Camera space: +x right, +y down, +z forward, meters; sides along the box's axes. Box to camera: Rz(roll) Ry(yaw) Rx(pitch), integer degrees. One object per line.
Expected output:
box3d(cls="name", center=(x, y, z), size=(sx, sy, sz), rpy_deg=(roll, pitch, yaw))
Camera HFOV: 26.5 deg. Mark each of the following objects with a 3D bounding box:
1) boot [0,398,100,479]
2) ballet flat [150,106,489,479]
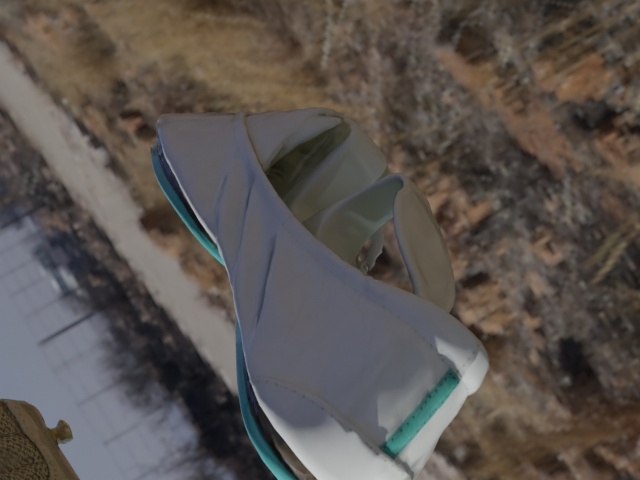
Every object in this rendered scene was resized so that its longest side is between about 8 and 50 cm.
box3d(cls="boot", center=(-0.055, 0.150, 0.488), size=(0.262, 0.095, 0.203), rpy_deg=(2, -138, -54))
box3d(cls="ballet flat", center=(0.000, 0.000, 0.783), size=(0.400, 0.139, 0.139), rpy_deg=(-117, 3, -59))
